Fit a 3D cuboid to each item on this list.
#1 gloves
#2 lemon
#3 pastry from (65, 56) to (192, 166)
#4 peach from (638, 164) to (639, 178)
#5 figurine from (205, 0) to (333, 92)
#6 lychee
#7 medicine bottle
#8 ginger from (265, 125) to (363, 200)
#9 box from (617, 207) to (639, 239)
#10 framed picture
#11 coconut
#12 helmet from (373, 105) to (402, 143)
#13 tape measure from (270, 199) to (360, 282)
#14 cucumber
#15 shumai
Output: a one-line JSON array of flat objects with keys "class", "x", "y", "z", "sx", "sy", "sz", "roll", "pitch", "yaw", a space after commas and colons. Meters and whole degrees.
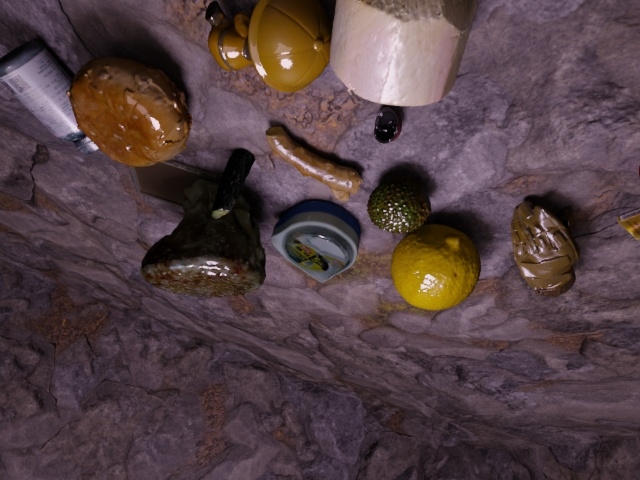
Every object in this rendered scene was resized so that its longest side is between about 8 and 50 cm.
[{"class": "gloves", "x": 0.598, "y": 0.031, "z": 1.085, "sx": 0.154, "sy": 0.141, "sz": 0.331, "roll": -6, "pitch": 138, "yaw": 33}, {"class": "lemon", "x": 0.329, "y": 0.078, "z": 1.189, "sx": 0.268, "sy": 0.267, "sz": 0.267, "roll": 12, "pitch": 145, "yaw": 9}, {"class": "pastry", "x": -0.463, "y": -0.331, "z": 1.035, "sx": 0.316, "sy": 0.184, "sz": 0.284, "roll": -13, "pitch": 131, "yaw": 41}, {"class": "peach", "x": 0.714, "y": -0.144, "z": 0.838, "sx": 0.101, "sy": 0.100, "sz": 0.100, "roll": 12, "pitch": 145, "yaw": 9}, {"class": "figurine", "x": -0.098, "y": -0.388, "z": 0.811, "sx": 0.257, "sy": 0.167, "sz": 0.192, "roll": 2, "pitch": 156, "yaw": 26}, {"class": "lychee", "x": 0.200, "y": -0.091, "z": 1.089, "sx": 0.171, "sy": 0.171, "sz": 0.171, "roll": 12, "pitch": 145, "yaw": 9}, {"class": "medicine bottle", "x": -0.719, "y": -0.378, "z": 1.127, "sx": 0.142, "sy": 0.141, "sz": 0.293, "roll": -2, "pitch": 140, "yaw": 27}, {"class": "ginger", "x": -0.019, "y": -0.210, "z": 1.106, "sx": 0.299, "sy": 0.065, "sz": 0.118, "roll": 32, "pitch": 139, "yaw": -15}, {"class": "box", "x": 0.808, "y": -0.059, "z": 0.967, "sx": 0.089, "sy": 0.022, "sz": 0.156, "roll": 33, "pitch": 143, "yaw": -21}, {"class": "framed picture", "x": -0.491, "y": -0.189, "z": 1.387, "sx": 0.315, "sy": 0.024, "sz": 0.232, "roll": 19, "pitch": 145, "yaw": 0}, {"class": "coconut", "x": 0.133, "y": -0.351, "z": 0.706, "sx": 0.239, "sy": 0.239, "sz": 0.244, "roll": 13, "pitch": 143, "yaw": 8}, {"class": "helmet", "x": 0.164, "y": -0.269, "z": 0.953, "sx": 0.065, "sy": 0.049, "sz": 0.083, "roll": 35, "pitch": 126, "yaw": 33}, {"class": "tape measure", "x": -0.002, "y": 0.002, "z": 1.326, "sx": 0.259, "sy": 0.138, "sz": 0.262, "roll": 36, "pitch": 142, "yaw": -25}, {"class": "cucumber", "x": -0.256, "y": -0.162, "z": 1.149, "sx": 0.078, "sy": 0.211, "sz": 0.062, "roll": -17, "pitch": 134, "yaw": 43}, {"class": "shumai", "x": -0.341, "y": -0.012, "z": 1.267, "sx": 0.396, "sy": 0.347, "sz": 0.395, "roll": 0, "pitch": 165, "yaw": 0}]
